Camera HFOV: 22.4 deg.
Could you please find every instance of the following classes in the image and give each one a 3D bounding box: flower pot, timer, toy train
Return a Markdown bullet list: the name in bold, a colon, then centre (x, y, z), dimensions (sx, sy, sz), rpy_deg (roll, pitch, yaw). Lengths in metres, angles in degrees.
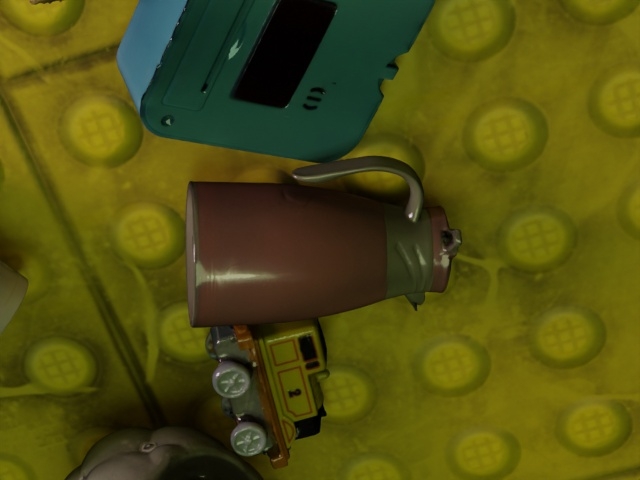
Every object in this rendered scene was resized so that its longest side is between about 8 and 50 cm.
- **flower pot**: centre (-0.173, 0.318, 1.749), dimensions (0.246, 0.246, 0.195), rpy_deg (43, 145, -22)
- **timer**: centre (-0.040, -0.196, 1.523), dimensions (0.250, 0.091, 0.232), rpy_deg (11, 122, -31)
- **toy train**: centre (-0.051, 0.148, 1.731), dimensions (0.127, 0.089, 0.219), rpy_deg (-14, 119, -2)

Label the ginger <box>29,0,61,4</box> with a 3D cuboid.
- **ginger**: centre (-0.211, -0.274, 1.461), dimensions (0.205, 0.115, 0.081), rpy_deg (-27, 101, 13)

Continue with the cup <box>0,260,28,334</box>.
- **cup**: centre (-0.441, 0.063, 1.631), dimensions (0.202, 0.167, 0.221), rpy_deg (42, 90, -18)

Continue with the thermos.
- **thermos**: centre (0.000, 0.000, 1.612), dimensions (0.265, 0.146, 0.176), rpy_deg (-2, 123, -7)
